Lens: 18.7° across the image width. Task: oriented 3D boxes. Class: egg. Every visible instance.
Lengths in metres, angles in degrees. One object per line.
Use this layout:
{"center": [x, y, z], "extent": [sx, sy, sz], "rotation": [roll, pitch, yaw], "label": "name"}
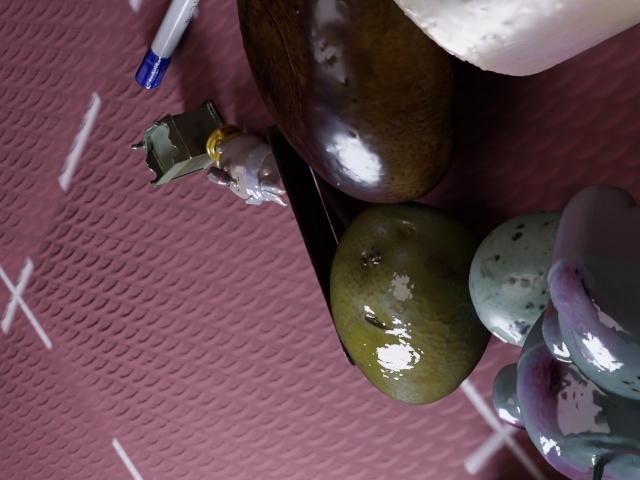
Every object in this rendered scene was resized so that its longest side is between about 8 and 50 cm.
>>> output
{"center": [0.214, 0.035, 1.814], "extent": [0.164, 0.131, 0.131], "rotation": [-20, 91, 50], "label": "egg"}

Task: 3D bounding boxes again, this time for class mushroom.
{"center": [0.027, -0.209, 1.861], "extent": [0.345, 0.239, 0.345], "rotation": [-8, 81, 60], "label": "mushroom"}

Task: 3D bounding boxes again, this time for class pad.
{"center": [0.000, 0.000, 2.081], "extent": [0.002, 0.176, 0.266], "rotation": [-19, 92, 10], "label": "pad"}

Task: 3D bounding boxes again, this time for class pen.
{"center": [-0.159, -0.266, 2.237], "extent": [0.033, 0.033, 0.269], "rotation": [55, 142, 18], "label": "pen"}

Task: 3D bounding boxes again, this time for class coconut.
{"center": [0.170, -0.293, 1.588], "extent": [0.309, 0.297, 0.297], "rotation": [-16, 94, 53], "label": "coconut"}

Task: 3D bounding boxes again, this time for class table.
{"center": [-0.164, -0.113, 2.274], "extent": [0.062, 0.083, 0.079], "rotation": [62, 145, 8], "label": "table"}

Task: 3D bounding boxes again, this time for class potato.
{"center": [0.095, 0.071, 1.966], "extent": [0.251, 0.159, 0.174], "rotation": [80, 168, -50], "label": "potato"}

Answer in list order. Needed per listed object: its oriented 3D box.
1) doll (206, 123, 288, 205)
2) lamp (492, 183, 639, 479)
{"center": [-0.087, -0.078, 2.191], "extent": [0.127, 0.084, 0.073], "rotation": [45, 140, 40], "label": "doll"}
{"center": [0.274, 0.117, 1.647], "extent": [0.301, 0.247, 0.247], "rotation": [90, -172, -58], "label": "lamp"}
